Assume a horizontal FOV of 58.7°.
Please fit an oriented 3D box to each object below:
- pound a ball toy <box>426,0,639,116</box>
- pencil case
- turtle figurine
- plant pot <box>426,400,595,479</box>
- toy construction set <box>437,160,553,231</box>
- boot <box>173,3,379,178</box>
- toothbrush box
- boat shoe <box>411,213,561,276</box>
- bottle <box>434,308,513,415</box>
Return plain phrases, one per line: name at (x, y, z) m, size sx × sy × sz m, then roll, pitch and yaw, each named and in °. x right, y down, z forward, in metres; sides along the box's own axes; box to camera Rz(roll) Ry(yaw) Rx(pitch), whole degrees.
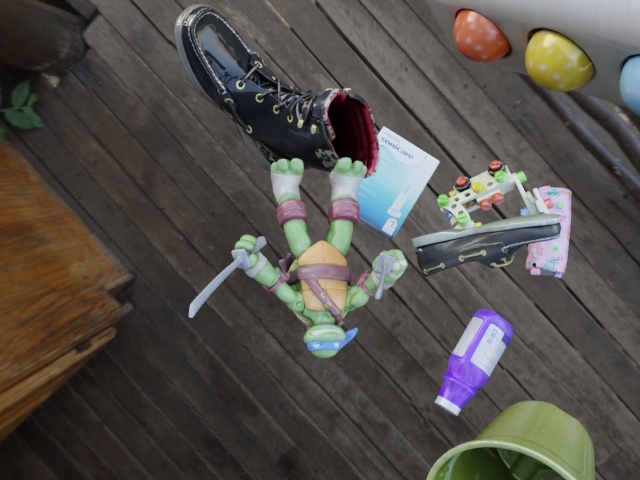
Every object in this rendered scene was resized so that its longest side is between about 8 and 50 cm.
pound a ball toy at (0.170, -0.197, 0.409) m, size 0.135 × 0.208 × 0.319 m, roll -51°, pitch 45°, yaw 2°
pencil case at (0.720, -0.026, 1.797) m, size 0.124 × 0.124 × 0.283 m, roll 7°, pitch 87°, yaw 8°
turtle figurine at (0.000, 0.000, 0.734) m, size 0.198 × 0.275 × 0.266 m, roll -17°, pitch 59°, yaw 24°
plant pot at (0.351, 0.408, 0.963) m, size 0.276 × 0.254 × 0.275 m, roll 8°, pitch 105°, yaw 31°
toy construction set at (0.472, -0.097, 1.592) m, size 0.328 × 0.214 × 0.151 m, roll -15°, pitch 137°, yaw 6°
boot at (-0.069, -0.254, 1.020) m, size 0.138 × 0.284 × 0.377 m, roll -50°, pitch 133°, yaw -22°
toothbrush box at (0.208, -0.179, 1.834) m, size 0.217 × 0.126 × 0.295 m, roll 31°, pitch 82°, yaw -1°
boat shoe at (0.247, 0.008, 0.848) m, size 0.228 × 0.081 × 0.068 m, roll -11°, pitch 91°, yaw 39°
bottle at (0.400, 0.323, 1.504) m, size 0.118 × 0.092 × 0.282 m, roll 41°, pitch 76°, yaw -30°
